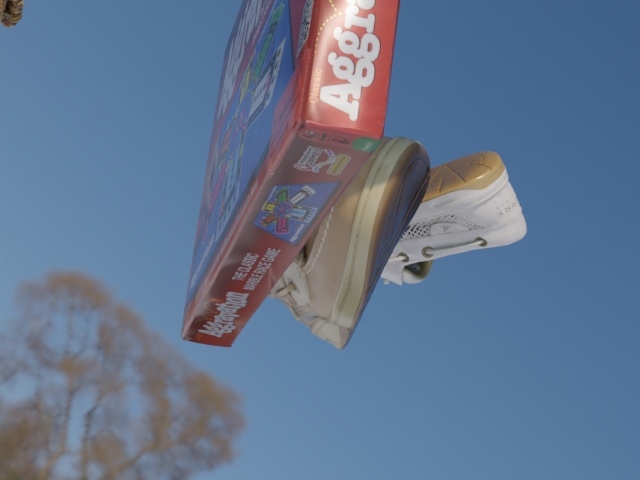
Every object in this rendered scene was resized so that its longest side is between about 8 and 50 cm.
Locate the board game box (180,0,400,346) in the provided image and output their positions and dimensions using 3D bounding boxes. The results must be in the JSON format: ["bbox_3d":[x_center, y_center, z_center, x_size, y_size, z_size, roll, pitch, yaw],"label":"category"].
[{"bbox_3d":[-0.014,-0.059,0.521,0.027,0.145,0.281,12,-18,-9],"label":"board game box"}]

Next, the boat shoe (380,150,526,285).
[{"bbox_3d":[0.069,0.001,1.331,0.277,0.098,0.096,-15,-68,43],"label":"boat shoe"}]

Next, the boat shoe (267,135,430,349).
[{"bbox_3d":[0.000,0.000,1.080,0.110,0.122,0.341,27,-20,3],"label":"boat shoe"}]

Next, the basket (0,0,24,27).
[{"bbox_3d":[-0.466,-0.370,1.499,0.299,0.223,0.213,24,-73,21],"label":"basket"}]
